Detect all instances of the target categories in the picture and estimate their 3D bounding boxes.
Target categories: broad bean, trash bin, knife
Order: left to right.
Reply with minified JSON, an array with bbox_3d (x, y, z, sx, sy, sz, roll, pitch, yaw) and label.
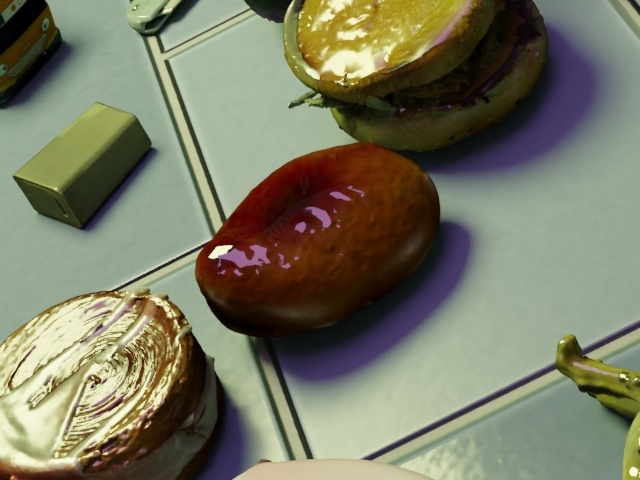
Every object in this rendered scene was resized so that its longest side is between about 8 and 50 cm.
[{"bbox_3d":[-0.181,-0.060,1.239,0.061,0.043,0.092,19,56,41],"label":"trash bin"},{"bbox_3d":[-0.110,-0.238,1.390,0.044,0.023,0.162,15,57,41],"label":"knife"},{"bbox_3d":[0.000,0.000,1.042,0.165,0.084,0.114,-41,79,-12],"label":"broad bean"}]

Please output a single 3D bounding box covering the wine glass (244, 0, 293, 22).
[{"bbox_3d":[-0.032,-0.265,1.322,0.093,0.093,0.202,-20,41,10],"label":"wine glass"}]

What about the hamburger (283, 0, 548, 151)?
[{"bbox_3d":[0.061,-0.136,1.136,0.185,0.113,0.177,-33,46,7],"label":"hamburger"}]

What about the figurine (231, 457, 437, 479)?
[{"bbox_3d":[0.062,0.248,0.699,0.315,0.206,0.284,-1,42,37],"label":"figurine"}]

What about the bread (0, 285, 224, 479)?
[{"bbox_3d":[-0.143,0.107,1.025,0.160,0.073,0.160,-13,45,13],"label":"bread"}]

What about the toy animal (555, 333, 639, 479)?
[{"bbox_3d":[0.167,0.127,0.834,0.136,0.073,0.181,12,57,36],"label":"toy animal"}]

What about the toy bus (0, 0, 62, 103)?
[{"bbox_3d":[-0.331,-0.213,1.387,0.201,0.114,0.098,28,62,20],"label":"toy bus"}]
